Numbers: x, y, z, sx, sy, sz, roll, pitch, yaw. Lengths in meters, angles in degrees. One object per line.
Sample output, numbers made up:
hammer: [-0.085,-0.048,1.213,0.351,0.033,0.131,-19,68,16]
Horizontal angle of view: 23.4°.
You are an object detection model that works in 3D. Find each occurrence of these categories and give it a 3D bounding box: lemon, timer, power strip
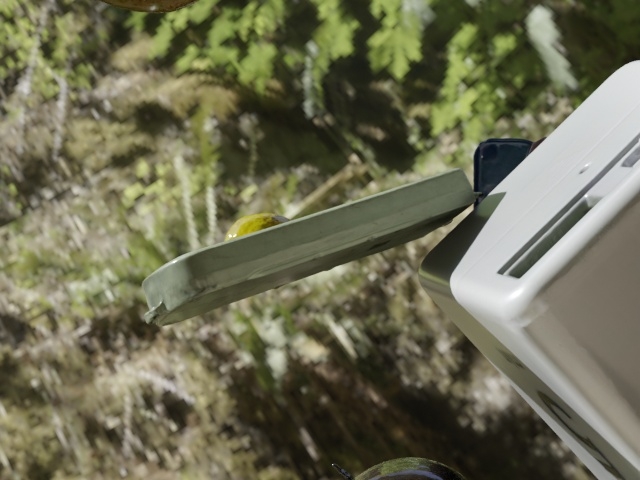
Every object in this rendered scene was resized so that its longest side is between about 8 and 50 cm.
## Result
lemon: [-0.056,0.011,1.666,0.111,0.082,0.082,1,-52,-50]
timer: [0.200,0.029,0.846,0.192,0.194,0.195,-44,-78,-5]
power strip: [0.000,0.000,0.889,0.227,0.029,0.080,-18,-8,-26]

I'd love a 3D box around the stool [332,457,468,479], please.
stool: [0.083,0.248,1.120,0.125,0.217,0.121,-43,3,9]

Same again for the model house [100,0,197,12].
model house: [-0.124,-0.319,1.266,0.239,0.173,0.268,-50,-1,41]

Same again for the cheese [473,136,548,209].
cheese: [0.244,-0.029,1.099,0.074,0.286,0.189,-7,-82,-64]
